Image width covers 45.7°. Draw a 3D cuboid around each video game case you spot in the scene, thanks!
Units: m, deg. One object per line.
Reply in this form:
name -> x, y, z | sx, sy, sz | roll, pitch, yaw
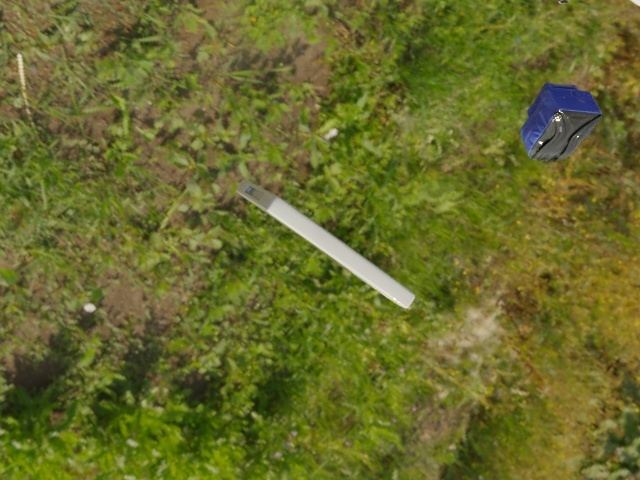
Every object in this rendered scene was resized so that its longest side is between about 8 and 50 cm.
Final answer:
video game case -> 0.000, 0.000, 1.016 | 0.227, 0.206, 0.026 | 35, 89, -20

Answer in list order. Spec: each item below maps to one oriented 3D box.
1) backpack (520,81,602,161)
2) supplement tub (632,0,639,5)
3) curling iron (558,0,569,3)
backpack -> 0.393, -0.196, 1.266 | 0.098, 0.101, 0.120 | 5, 138, -14
supplement tub -> 0.571, -0.501, 1.239 | 0.272, 0.191, 0.191 | -63, 157, -49
curling iron -> 0.363, -0.485, 1.121 | 0.068, 0.035, 0.273 | 20, 76, -78
